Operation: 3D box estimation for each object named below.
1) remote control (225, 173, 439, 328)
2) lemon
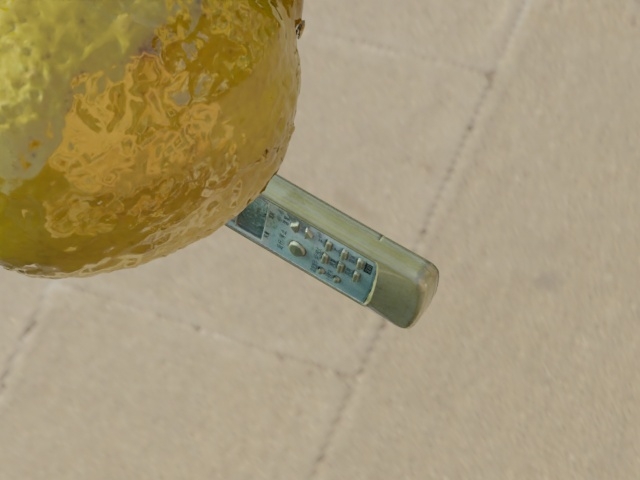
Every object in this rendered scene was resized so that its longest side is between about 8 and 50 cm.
[{"bbox_3d":[0.000,0.000,1.784,0.233,0.098,0.038,31,59,9],"label":"remote control"},{"bbox_3d":[-0.161,-0.111,1.305,0.321,0.268,0.268,-18,60,-14],"label":"lemon"}]
